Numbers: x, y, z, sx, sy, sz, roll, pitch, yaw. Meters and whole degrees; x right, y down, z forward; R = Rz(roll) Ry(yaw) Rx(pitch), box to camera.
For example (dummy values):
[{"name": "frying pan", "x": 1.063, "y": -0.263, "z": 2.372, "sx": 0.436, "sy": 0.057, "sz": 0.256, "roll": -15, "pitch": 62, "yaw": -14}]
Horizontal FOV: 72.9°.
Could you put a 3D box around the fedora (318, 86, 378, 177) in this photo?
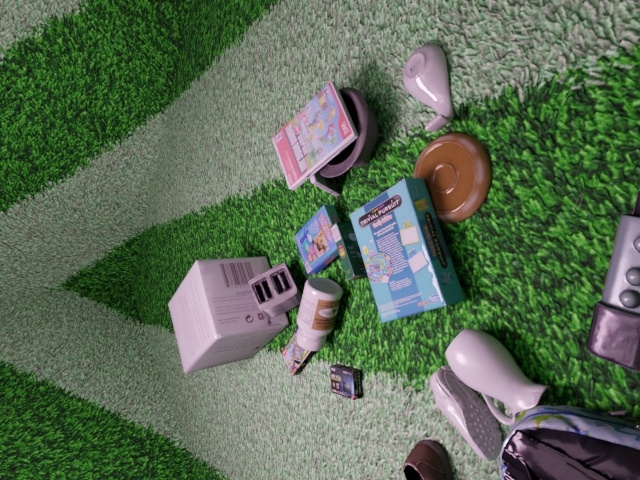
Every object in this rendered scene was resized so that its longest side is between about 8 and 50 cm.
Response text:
[{"name": "fedora", "x": 0.091, "y": -0.321, "z": 1.333, "sx": 0.243, "sy": 0.124, "sz": 0.276, "roll": -18, "pitch": 72, "yaw": 49}]

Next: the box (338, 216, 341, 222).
[{"name": "box", "x": 0.037, "y": -0.013, "z": 1.496, "sx": 0.081, "sy": 0.028, "sz": 0.136, "roll": 4, "pitch": 97, "yaw": 52}]

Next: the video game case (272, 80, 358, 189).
[{"name": "video game case", "x": -0.026, "y": -0.314, "z": 1.320, "sx": 0.285, "sy": 0.025, "sz": 0.204, "roll": -35, "pitch": 65, "yaw": 34}]

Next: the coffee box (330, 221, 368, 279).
[{"name": "coffee box", "x": 0.105, "y": 0.030, "z": 1.343, "sx": 0.040, "sy": 0.113, "sz": 0.184, "roll": -38, "pitch": 64, "yaw": 44}]

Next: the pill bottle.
[{"name": "pill bottle", "x": -0.011, "y": 0.254, "z": 1.484, "sx": 0.131, "sy": 0.131, "sz": 0.230, "roll": 34, "pitch": 118, "yaw": 46}]

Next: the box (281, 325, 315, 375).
[{"name": "box", "x": -0.077, "y": 0.411, "z": 1.650, "sx": 0.114, "sy": 0.036, "sz": 0.207, "roll": 57, "pitch": 133, "yaw": 33}]

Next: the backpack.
[{"name": "backpack", "x": 0.506, "y": 0.438, "z": 0.763, "sx": 0.355, "sy": 0.273, "sz": 0.291, "roll": 3, "pitch": 98, "yaw": 25}]

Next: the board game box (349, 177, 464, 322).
[{"name": "board game box", "x": 0.224, "y": 0.035, "z": 1.191, "sx": 0.253, "sy": 0.079, "sz": 0.337, "roll": -32, "pitch": 70, "yaw": 53}]

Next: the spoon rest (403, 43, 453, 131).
[{"name": "spoon rest", "x": 0.287, "y": -0.397, "z": 1.136, "sx": 0.137, "sy": 0.084, "sz": 0.277, "roll": -38, "pitch": 50, "yaw": 44}]

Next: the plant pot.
[{"name": "plant pot", "x": 0.325, "y": -0.162, "z": 1.120, "sx": 0.236, "sy": 0.032, "sz": 0.237, "roll": 3, "pitch": 94, "yaw": 52}]

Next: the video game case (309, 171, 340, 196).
[{"name": "video game case", "x": -0.008, "y": -0.249, "z": 1.430, "sx": 0.022, "sy": 0.173, "sz": 0.191, "roll": -27, "pitch": 69, "yaw": 23}]

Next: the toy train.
[{"name": "toy train", "x": 0.550, "y": 0.062, "z": 0.717, "sx": 0.142, "sy": 0.190, "sz": 0.335, "roll": 21, "pitch": 108, "yaw": 49}]

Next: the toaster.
[{"name": "toaster", "x": -0.168, "y": 0.194, "z": 1.642, "sx": 0.186, "sy": 0.167, "sz": 0.110, "roll": 63, "pitch": 179, "yaw": 29}]

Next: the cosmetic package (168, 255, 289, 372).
[{"name": "cosmetic package", "x": -0.394, "y": 0.305, "z": 1.814, "sx": 0.394, "sy": 0.329, "sz": 0.328, "roll": -46, "pitch": 57, "yaw": 43}]

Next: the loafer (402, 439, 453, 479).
[{"name": "loafer", "x": 0.291, "y": 0.725, "z": 1.123, "sx": 0.133, "sy": 0.130, "sz": 0.366, "roll": -37, "pitch": 64, "yaw": 46}]

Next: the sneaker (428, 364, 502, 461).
[{"name": "sneaker", "x": 0.356, "y": 0.432, "z": 1.081, "sx": 0.235, "sy": 0.090, "sz": 0.095, "roll": 63, "pitch": 148, "yaw": 33}]

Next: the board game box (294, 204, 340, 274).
[{"name": "board game box", "x": 0.000, "y": 0.000, "z": 1.482, "sx": 0.210, "sy": 0.047, "sz": 0.160, "roll": -44, "pitch": 59, "yaw": 45}]

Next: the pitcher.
[{"name": "pitcher", "x": 0.390, "y": 0.318, "z": 1.003, "sx": 0.207, "sy": 0.125, "sz": 0.178, "roll": 40, "pitch": 138, "yaw": 30}]

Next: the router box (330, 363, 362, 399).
[{"name": "router box", "x": 0.085, "y": 0.470, "z": 1.447, "sx": 0.122, "sy": 0.038, "sz": 0.092, "roll": -6, "pitch": 86, "yaw": 52}]
